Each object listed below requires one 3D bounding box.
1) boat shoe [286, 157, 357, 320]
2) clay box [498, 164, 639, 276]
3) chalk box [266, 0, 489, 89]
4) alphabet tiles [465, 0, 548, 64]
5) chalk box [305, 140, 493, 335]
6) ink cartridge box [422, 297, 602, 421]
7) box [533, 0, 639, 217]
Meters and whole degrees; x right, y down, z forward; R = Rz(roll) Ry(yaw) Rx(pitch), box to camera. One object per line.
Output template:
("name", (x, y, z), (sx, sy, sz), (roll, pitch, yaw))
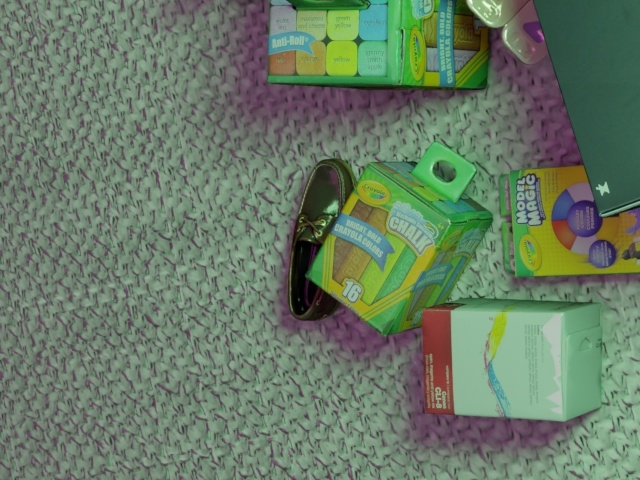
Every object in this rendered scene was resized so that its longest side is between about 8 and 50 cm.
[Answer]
("boat shoe", (0.000, 0.000, 1.992), (0.073, 0.073, 0.207), (7, 95, 30))
("clay box", (0.303, -0.023, 1.826), (0.222, 0.053, 0.127), (-4, 91, 29))
("chalk box", (0.054, -0.261, 1.815), (0.180, 0.289, 0.179), (5, 97, 32))
("alphabet tiles", (0.268, -0.344, 1.747), (0.284, 0.021, 0.278), (45, 86, -3))
("chalk box", (0.106, -0.013, 1.894), (0.132, 0.132, 0.213), (36, 110, 23))
("ink cartridge box", (0.225, 0.135, 1.837), (0.176, 0.128, 0.127), (0, 93, 30))
("box", (0.394, -0.226, 1.588), (0.179, 0.312, 0.343), (-25, 81, 55))
